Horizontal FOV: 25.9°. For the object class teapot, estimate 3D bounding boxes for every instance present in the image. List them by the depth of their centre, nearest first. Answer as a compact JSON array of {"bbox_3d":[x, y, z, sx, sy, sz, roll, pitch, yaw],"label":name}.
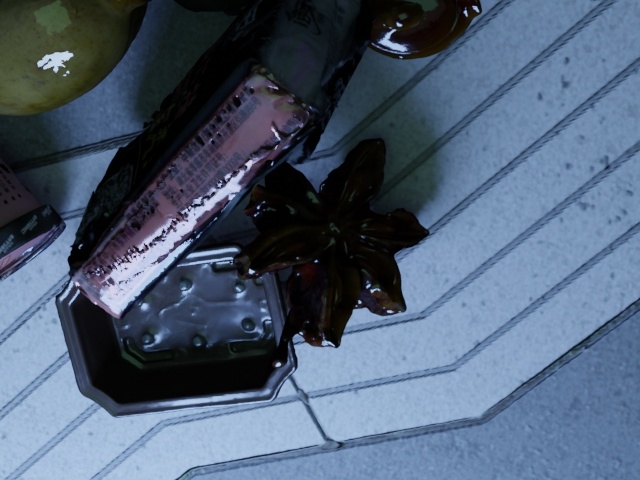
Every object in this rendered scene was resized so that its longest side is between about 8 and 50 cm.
[{"bbox_3d":[0.092,-0.223,1.343,0.129,0.078,0.098,-7,106,14],"label":"teapot"}]

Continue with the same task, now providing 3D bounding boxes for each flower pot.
[{"bbox_3d":[-0.145,0.086,1.494,0.250,0.084,0.179,-8,106,16],"label":"flower pot"}]

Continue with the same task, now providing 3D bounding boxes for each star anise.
[{"bbox_3d":[0.000,0.000,1.388,0.126,0.220,0.190,-4,106,57],"label":"star anise"}]

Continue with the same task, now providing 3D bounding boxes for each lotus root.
[{"bbox_3d":[-0.251,-0.224,1.343,0.310,0.183,0.183,-15,105,37],"label":"lotus root"}]

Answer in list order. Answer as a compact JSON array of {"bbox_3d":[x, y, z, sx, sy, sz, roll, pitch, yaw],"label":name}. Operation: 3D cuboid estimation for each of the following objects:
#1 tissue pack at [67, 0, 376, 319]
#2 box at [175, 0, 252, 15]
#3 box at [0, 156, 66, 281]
[{"bbox_3d":[-0.095,-0.093,1.305,0.123,0.245,0.332,37,125,-16],"label":"tissue pack"},{"bbox_3d":[-0.028,-0.417,1.302,0.359,0.091,0.350,-18,104,17],"label":"box"},{"bbox_3d":[-0.368,-0.026,1.478,0.151,0.151,0.135,-35,88,20],"label":"box"}]
